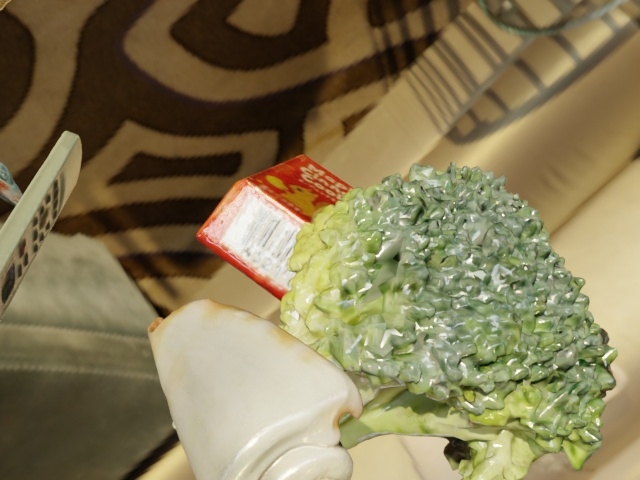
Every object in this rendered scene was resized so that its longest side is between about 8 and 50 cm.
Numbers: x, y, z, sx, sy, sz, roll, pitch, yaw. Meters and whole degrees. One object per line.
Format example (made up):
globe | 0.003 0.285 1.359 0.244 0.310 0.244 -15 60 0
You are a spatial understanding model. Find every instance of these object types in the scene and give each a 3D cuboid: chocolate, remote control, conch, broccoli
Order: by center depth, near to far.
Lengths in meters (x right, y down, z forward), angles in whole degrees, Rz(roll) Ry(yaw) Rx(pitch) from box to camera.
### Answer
conch | -0.039 0.106 0.697 0.094 0.176 0.104 6 126 -35
broccoli | 0.091 0.102 1.011 0.281 0.293 0.348 -36 169 36
chocolate | 0.000 0.000 1.448 0.108 0.237 0.235 -61 168 21
remote control | -0.386 -0.014 1.527 0.123 0.038 0.285 114 -1 -53

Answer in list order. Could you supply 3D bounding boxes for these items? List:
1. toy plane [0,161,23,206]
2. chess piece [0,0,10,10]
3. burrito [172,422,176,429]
toy plane | -0.482 -0.123 1.448 0.104 0.223 0.326 -14 144 13
chess piece | -0.257 -0.208 0.926 0.122 0.066 0.066 -13 153 7
burrito | -0.060 0.133 1.069 0.041 0.045 0.185 -9 -173 41
